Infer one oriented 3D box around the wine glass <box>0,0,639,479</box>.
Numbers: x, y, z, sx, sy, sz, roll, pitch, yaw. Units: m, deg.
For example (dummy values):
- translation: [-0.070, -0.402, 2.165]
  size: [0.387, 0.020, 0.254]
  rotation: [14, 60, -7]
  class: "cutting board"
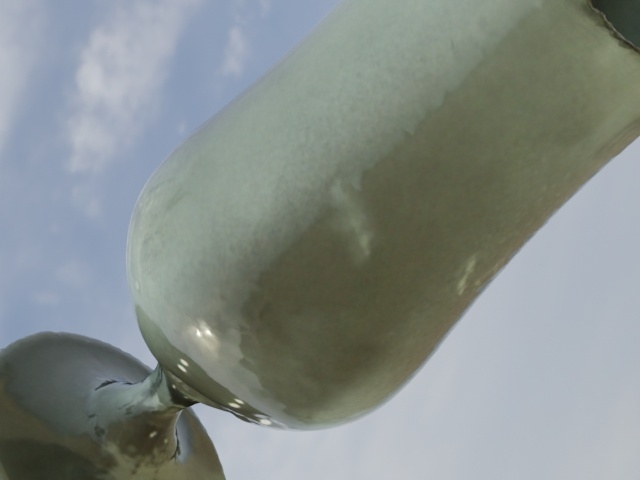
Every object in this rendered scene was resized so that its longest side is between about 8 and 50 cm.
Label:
- translation: [0.000, 0.000, 0.382]
  size: [0.231, 0.103, 0.103]
  rotation: [-44, -14, 25]
  class: "wine glass"
